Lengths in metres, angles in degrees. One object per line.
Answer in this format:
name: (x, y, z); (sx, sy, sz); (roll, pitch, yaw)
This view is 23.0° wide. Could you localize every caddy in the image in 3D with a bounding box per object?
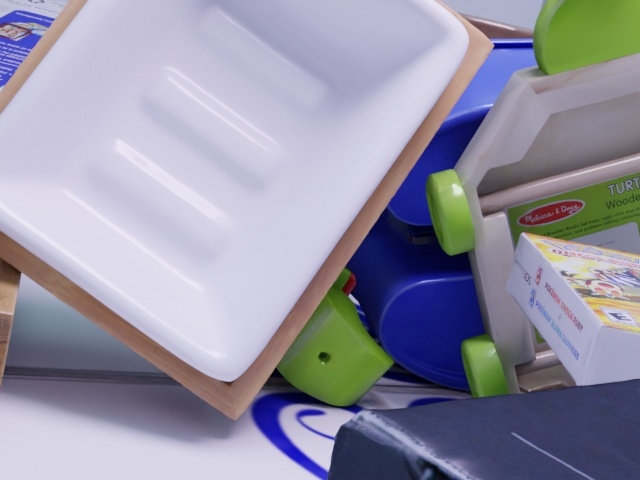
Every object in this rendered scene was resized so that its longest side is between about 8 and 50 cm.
caddy: (0.166, -0.026, 1.172); (0.341, 0.241, 0.179); (-2, 21, -5)

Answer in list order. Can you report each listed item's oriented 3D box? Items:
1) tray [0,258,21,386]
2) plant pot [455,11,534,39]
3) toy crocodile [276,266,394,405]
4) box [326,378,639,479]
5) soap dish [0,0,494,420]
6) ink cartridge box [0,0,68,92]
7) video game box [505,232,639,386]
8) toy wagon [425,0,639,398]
tray: (-0.299, -0.003, 1.042); (0.203, 0.076, 0.411); (10, 14, -10)
plant pot: (0.127, -0.072, 1.374); (0.263, 0.229, 0.263); (13, 15, -4)
toy crocodile: (-0.040, 0.009, 1.157); (0.105, 0.115, 0.340); (34, 5, -28)
box: (0.217, 0.189, 0.499); (0.395, 0.212, 0.293); (1, 20, -43)
soap dish: (-0.065, -0.071, 0.977); (0.229, 0.291, 0.118); (36, -11, -5)
ink cartridge box: (-0.293, -0.135, 1.231); (0.176, 0.069, 0.371); (15, 20, 8)
video game box: (0.230, 0.056, 0.930); (0.205, 0.048, 0.187); (11, 12, -10)
toy wagon: (0.206, -0.033, 1.035); (0.267, 0.344, 0.068); (-15, 17, -3)
